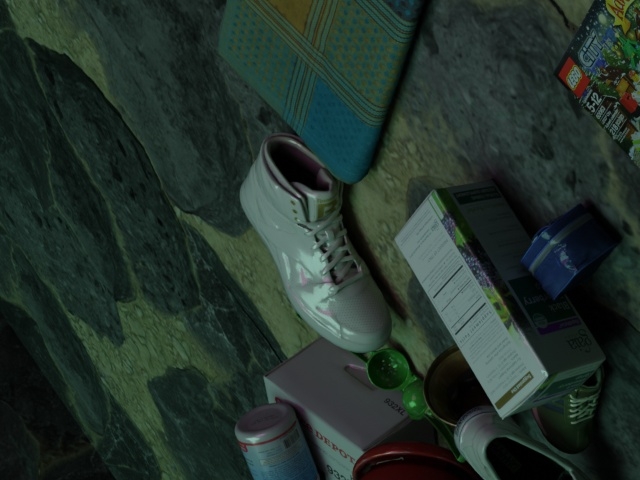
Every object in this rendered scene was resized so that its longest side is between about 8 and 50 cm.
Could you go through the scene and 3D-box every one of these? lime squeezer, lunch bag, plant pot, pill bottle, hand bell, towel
[{"bbox_3d":[0.104,0.183,1.925,0.310,0.059,0.110,41,177,30],"label":"lime squeezer"},{"bbox_3d":[0.247,0.010,1.502,0.065,0.067,0.098,52,155,13],"label":"lunch bag"},{"bbox_3d":[0.116,0.357,1.865,0.191,0.174,0.191,7,145,5],"label":"plant pot"},{"bbox_3d":[-0.053,0.310,2.037,0.087,0.087,0.160,14,129,55],"label":"pill bottle"},{"bbox_3d":[0.213,0.239,1.809,0.126,0.126,0.242,35,159,39],"label":"hand bell"},{"bbox_3d":[-0.004,-0.254,1.689,0.271,0.040,0.370,48,151,18],"label":"towel"}]

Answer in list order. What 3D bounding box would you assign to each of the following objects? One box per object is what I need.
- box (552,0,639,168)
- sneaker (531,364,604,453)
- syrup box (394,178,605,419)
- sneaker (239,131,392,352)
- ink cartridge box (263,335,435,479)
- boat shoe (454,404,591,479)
[{"bbox_3d":[0.298,-0.159,1.250,0.159,0.044,0.233,50,153,16],"label":"box"},{"bbox_3d":[0.273,0.160,1.620,0.086,0.064,0.192,20,132,59],"label":"sneaker"},{"bbox_3d":[0.186,0.059,1.560,0.237,0.093,0.096,60,138,22],"label":"syrup box"},{"bbox_3d":[0.000,0.000,1.879,0.292,0.108,0.169,53,157,13],"label":"sneaker"},{"bbox_3d":[0.053,0.319,2.112,0.223,0.129,0.307,33,144,41],"label":"ink cartridge box"},{"bbox_3d":[0.263,0.287,1.666,0.267,0.096,0.088,46,180,-18],"label":"boat shoe"}]
